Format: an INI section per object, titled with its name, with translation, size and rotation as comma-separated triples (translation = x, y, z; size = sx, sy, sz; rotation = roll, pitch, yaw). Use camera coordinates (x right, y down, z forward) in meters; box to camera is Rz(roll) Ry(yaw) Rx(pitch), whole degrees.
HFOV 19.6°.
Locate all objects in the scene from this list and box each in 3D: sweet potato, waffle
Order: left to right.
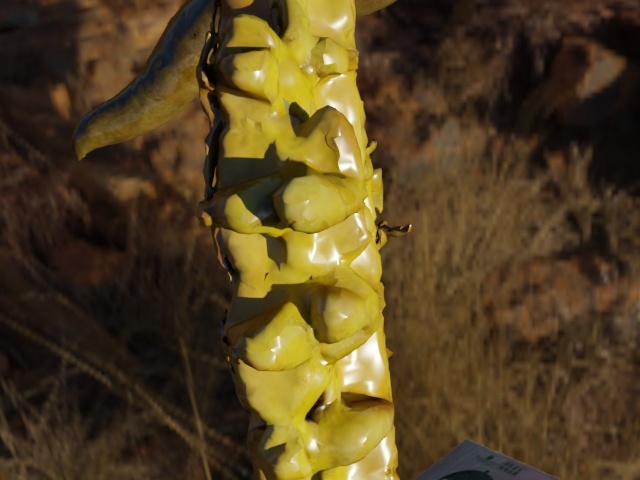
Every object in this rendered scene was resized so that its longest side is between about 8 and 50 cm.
[sweet potato]
translation = -0.051, -0.130, 1.101
size = 0.250, 0.059, 0.069
rotation = -28, 95, 9
[waffle]
translation = 0.000, 0.000, 0.705
size = 0.069, 0.293, 0.259
rotation = -5, 46, 3

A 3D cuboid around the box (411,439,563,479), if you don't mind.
[box]
translation = 0.083, 0.150, 0.876
size = 0.089, 0.043, 0.125
rotation = -34, 29, -26
